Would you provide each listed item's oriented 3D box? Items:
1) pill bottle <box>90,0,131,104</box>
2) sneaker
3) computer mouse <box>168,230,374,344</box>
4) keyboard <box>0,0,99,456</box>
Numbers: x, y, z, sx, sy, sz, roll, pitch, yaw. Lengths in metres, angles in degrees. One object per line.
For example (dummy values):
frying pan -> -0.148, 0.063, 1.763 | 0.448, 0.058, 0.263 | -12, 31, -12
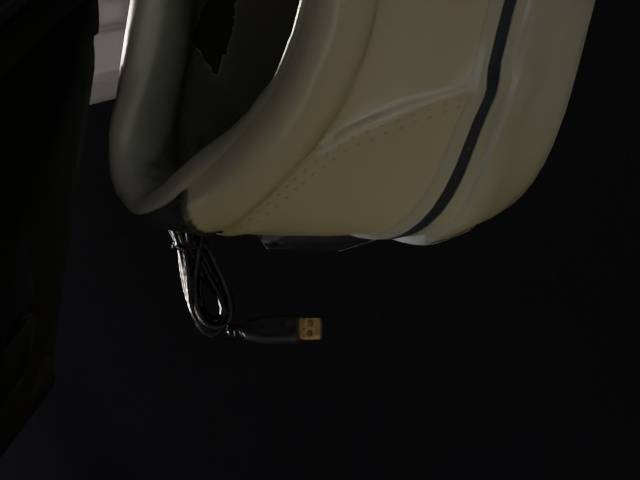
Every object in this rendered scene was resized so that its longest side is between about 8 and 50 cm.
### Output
pill bottle -> -0.205, -0.242, 1.465 | 0.153, 0.153, 0.264 | -16, -93, 31
sneaker -> 0.013, -0.107, 0.334 | 0.094, 0.091, 0.258 | 38, -49, 45
computer mouse -> 0.000, 0.000, 1.520 | 0.262, 0.060, 0.184 | -8, -70, 3
keyboard -> -0.120, 0.090, 0.319 | 0.033, 0.317, 0.201 | 20, -56, 10
